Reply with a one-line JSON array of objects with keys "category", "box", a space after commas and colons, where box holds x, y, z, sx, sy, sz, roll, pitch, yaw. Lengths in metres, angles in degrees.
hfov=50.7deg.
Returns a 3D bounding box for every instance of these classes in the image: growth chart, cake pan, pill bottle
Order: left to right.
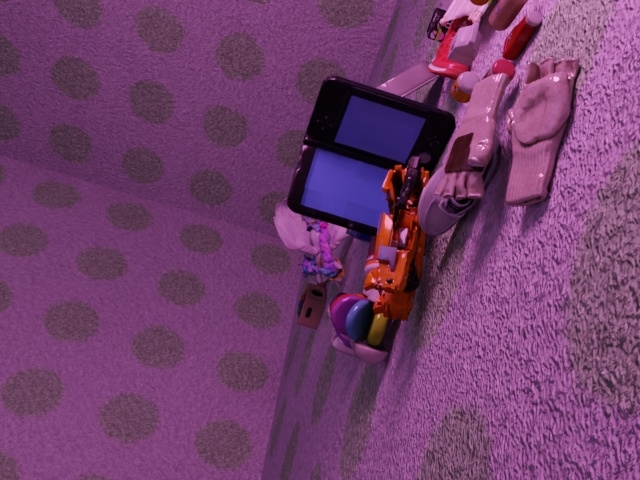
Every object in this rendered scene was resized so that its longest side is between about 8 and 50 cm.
[{"category": "cake pan", "box": [0.167, -0.367, 1.705, 0.293, 0.054, 0.293, -29, 7, 4]}, {"category": "pill bottle", "box": [0.151, 0.016, 1.501, 0.086, 0.086, 0.152, 116, 169, -61]}, {"category": "growth chart", "box": [0.323, -0.515, 1.389, 0.172, 0.021, 0.237, -55, 16, 7]}]

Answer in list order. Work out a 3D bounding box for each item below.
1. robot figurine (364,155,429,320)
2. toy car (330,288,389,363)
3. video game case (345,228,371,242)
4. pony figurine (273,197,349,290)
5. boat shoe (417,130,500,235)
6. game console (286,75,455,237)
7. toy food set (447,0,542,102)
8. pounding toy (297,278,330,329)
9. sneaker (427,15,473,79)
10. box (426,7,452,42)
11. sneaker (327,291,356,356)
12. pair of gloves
[{"category": "robot figurine", "box": [0.151, -0.012, 1.258, 0.211, 0.085, 0.291, 67, -148, -57]}, {"category": "toy car", "box": [0.087, 0.163, 1.428, 0.182, 0.136, 0.159, -137, 64, -84]}, {"category": "video game case", "box": [0.153, -0.134, 2.082, 0.244, 0.061, 0.270, -136, 62, -85]}, {"category": "pony figurine", "box": [0.000, 0.000, 2.412, 0.363, 0.302, 0.351, -175, 70, -81]}, {"category": "boat shoe", "box": [0.221, -0.083, 1.110, 0.081, 0.079, 0.228, -73, 6, -51]}, {"category": "game console", "box": [0.105, -0.164, 1.412, 0.173, 0.293, 0.250, -81, 9, -45]}, {"category": "toy food set", "box": [0.282, -0.336, 1.082, 0.104, 0.111, 0.232, 120, 168, -70]}, {"category": "pounding toy", "box": [-0.029, 0.218, 2.701, 0.206, 0.094, 0.181, -86, 14, -66]}, {"category": "sneaker", "box": [0.287, -0.419, 1.442, 0.221, 0.087, 0.128, -88, 15, -66]}, {"category": "box", "box": [0.297, -0.493, 1.568, 0.052, 0.083, 0.062, -83, 11, -54]}, {"category": "sneaker", "box": [0.080, 0.191, 1.725, 0.236, 0.095, 0.105, -97, 30, -65]}, {"category": "pair of gloves", "box": [0.251, -0.149, 0.934, 0.240, 0.042, 0.204, 11, 83, 68]}]
